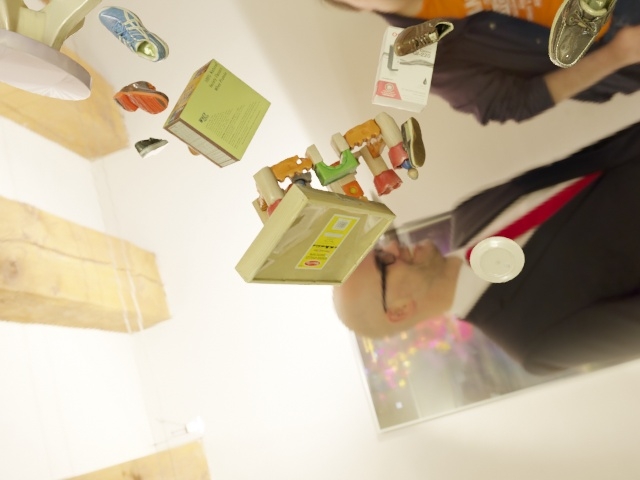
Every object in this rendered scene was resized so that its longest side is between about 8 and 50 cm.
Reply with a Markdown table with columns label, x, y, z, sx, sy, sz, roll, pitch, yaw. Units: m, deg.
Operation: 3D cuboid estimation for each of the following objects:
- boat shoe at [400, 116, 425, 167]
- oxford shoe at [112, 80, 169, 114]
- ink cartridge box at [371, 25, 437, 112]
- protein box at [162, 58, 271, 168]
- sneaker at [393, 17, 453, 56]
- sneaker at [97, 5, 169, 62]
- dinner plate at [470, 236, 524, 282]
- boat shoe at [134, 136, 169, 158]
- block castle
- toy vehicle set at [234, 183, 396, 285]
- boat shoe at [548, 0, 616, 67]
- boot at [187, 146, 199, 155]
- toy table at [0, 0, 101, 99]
| label | x | y | z | sx | sy | sz | roll | pitch | yaw |
| --- | --- | --- | --- | --- | --- | --- | --- | --- | --- |
| boat shoe | 0.238 | -0.249 | 1.888 | 0.056 | 0.049 | 0.152 | 26 | -129 | -37 |
| oxford shoe | -0.555 | -0.465 | 2.287 | 0.098 | 0.271 | 0.097 | -57 | -46 | -19 |
| ink cartridge box | 0.252 | -0.510 | 2.158 | 0.092 | 0.158 | 0.218 | 131 | 149 | -82 |
| protein box | -0.282 | -0.341 | 1.975 | 0.201 | 0.136 | 0.200 | 35 | -112 | -25 |
| sneaker | 0.283 | -0.563 | 1.987 | 0.071 | 0.188 | 0.066 | 20 | 140 | 53 |
| sneaker | -0.504 | -0.556 | 1.951 | 0.211 | 0.080 | 0.081 | 31 | -157 | -16 |
| dinner plate | 0.471 | 0.055 | 1.931 | 0.017 | 0.141 | 0.141 | -72 | -36 | -58 |
| boat shoe | -0.419 | -0.238 | 1.804 | 0.040 | 0.049 | 0.142 | 50 | -164 | -6 |
| block castle | 0.040 | -0.140 | 2.027 | 0.213 | 0.453 | 0.303 | 61 | 166 | 11 |
| toy vehicle set | 0.000 | 0.000 | 1.161 | 0.035 | 0.166 | 0.266 | 48 | -158 | 27 |
| boat shoe | 0.461 | -0.401 | 1.248 | 0.073 | 0.080 | 0.224 | -64 | -3 | -62 |
| boot | -0.347 | -0.330 | 2.322 | 0.197 | 0.152 | 0.073 | 100 | -164 | -46 |
| toy table | -0.480 | -0.352 | 1.196 | 0.274 | 0.252 | 0.161 | 60 | -144 | -83 |
